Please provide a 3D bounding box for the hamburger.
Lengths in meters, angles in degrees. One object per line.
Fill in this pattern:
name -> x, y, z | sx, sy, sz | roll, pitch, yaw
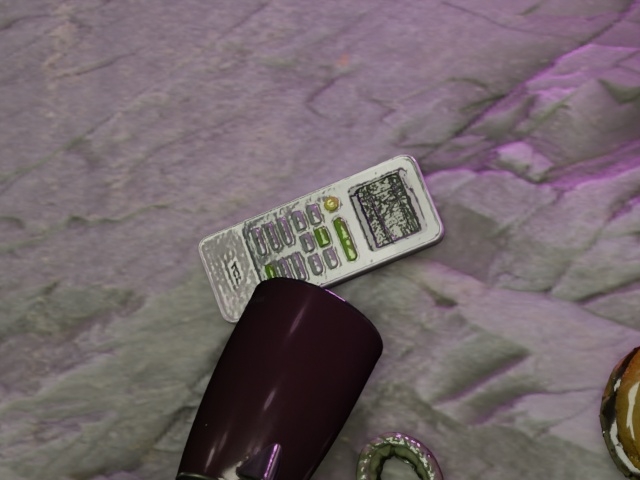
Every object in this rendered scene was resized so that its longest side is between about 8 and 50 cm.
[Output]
hamburger -> 0.369, 0.169, 1.493 | 0.185, 0.113, 0.177 | -25, 72, -3

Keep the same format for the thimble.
thimble -> 0.083, 0.246, 1.545 | 0.084, 0.062, 0.110 | -34, 77, 1

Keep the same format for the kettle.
kettle -> -0.065, 0.172, 1.517 | 0.144, 0.202, 0.232 | 41, 60, -20

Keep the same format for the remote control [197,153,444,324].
remote control -> 0.000, 0.000, 1.616 | 0.250, 0.034, 0.103 | -21, 78, 5
